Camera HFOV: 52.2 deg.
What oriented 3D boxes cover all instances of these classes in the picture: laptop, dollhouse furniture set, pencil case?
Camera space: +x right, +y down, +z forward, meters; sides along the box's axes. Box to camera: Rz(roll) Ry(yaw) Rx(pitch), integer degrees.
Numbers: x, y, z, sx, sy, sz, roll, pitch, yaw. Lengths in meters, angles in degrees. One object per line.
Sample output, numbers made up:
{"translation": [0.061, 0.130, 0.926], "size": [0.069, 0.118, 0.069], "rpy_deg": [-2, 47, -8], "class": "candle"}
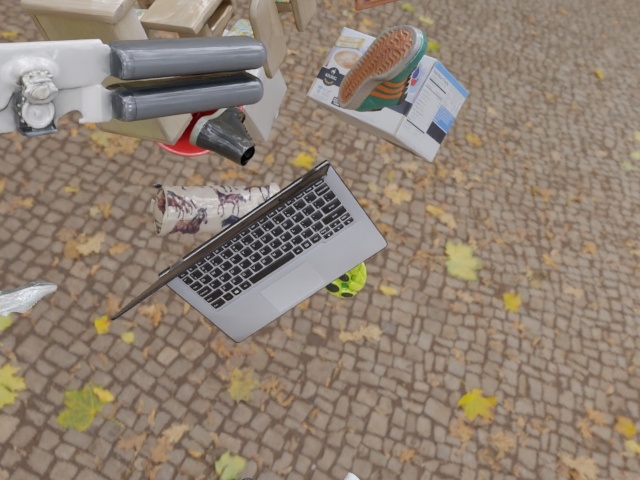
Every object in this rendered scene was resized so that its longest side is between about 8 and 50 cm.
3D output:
{"translation": [-0.086, 0.059, 1.140], "size": [0.382, 0.408, 0.236], "rpy_deg": [-33, 42, 8], "class": "laptop"}
{"translation": [-0.260, -0.399, 1.097], "size": [0.362, 0.256, 0.394], "rpy_deg": [14, 58, 21], "class": "dollhouse furniture set"}
{"translation": [-0.316, -0.101, 2.035], "size": [0.410, 0.160, 0.183], "rpy_deg": [-3, 29, -28], "class": "pencil case"}

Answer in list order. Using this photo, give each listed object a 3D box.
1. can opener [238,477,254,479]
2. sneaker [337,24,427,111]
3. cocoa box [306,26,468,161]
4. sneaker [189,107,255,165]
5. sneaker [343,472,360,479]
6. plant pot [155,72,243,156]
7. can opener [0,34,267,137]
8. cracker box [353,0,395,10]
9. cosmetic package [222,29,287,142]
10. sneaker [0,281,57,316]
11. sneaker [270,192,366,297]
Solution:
{"translation": [-0.119, 0.549, 1.402], "size": [0.186, 0.059, 0.073], "rpy_deg": [19, 54, -35], "class": "can opener"}
{"translation": [0.157, -0.369, 1.433], "size": [0.121, 0.302, 0.108], "rpy_deg": [4, 75, -26], "class": "sneaker"}
{"translation": [0.187, -0.411, 1.835], "size": [0.347, 0.228, 0.231], "rpy_deg": [33, 7, 36], "class": "cocoa box"}
{"translation": [-0.179, -0.213, 1.365], "size": [0.118, 0.083, 0.222], "rpy_deg": [30, 26, 2], "class": "sneaker"}
{"translation": [-0.007, 0.467, 0.975], "size": [0.322, 0.130, 0.236], "rpy_deg": [10, 70, -14], "class": "sneaker"}
{"translation": [-0.376, -0.378, 1.738], "size": [0.275, 0.275, 0.243], "rpy_deg": [-10, 23, -26], "class": "plant pot"}
{"translation": [-0.178, -0.152, 0.596], "size": [0.280, 0.074, 0.093], "rpy_deg": [-15, 38, -34], "class": "can opener"}
{"translation": [0.100, -0.475, 0.961], "size": [0.155, 0.067, 0.232], "rpy_deg": [-13, 86, 4], "class": "cracker box"}
{"translation": [-0.233, -0.475, 2.070], "size": [0.156, 0.385, 0.217], "rpy_deg": [21, 84, 6], "class": "cosmetic package"}
{"translation": [-0.707, 0.138, 1.571], "size": [0.053, 0.061, 0.152], "rpy_deg": [10, 20, 42], "class": "sneaker"}
{"translation": [0.000, 0.000, 1.431], "size": [0.295, 0.109, 0.123], "rpy_deg": [50, 12, -17], "class": "sneaker"}
